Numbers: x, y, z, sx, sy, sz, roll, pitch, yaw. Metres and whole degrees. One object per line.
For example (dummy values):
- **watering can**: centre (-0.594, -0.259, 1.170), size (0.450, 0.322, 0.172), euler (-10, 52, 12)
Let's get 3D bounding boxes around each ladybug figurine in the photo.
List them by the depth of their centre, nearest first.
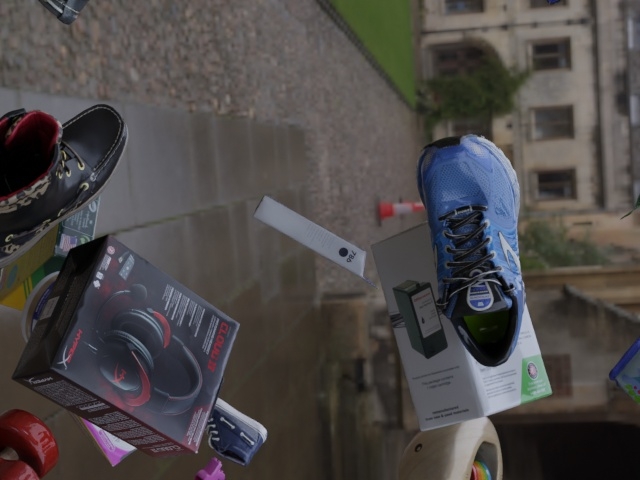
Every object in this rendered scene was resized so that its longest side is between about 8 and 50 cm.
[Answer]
- **ladybug figurine**: centre (0.293, 0.529, 2.260), size (0.449, 0.161, 0.305), euler (39, 60, -62)

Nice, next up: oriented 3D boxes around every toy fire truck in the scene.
- **toy fire truck**: centre (-0.448, 0.376, 1.334), size (0.169, 0.302, 0.254), euler (-45, 119, -51)

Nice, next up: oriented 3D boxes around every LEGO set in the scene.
- **LEGO set**: centre (-0.111, 0.415, 1.629), size (0.093, 0.087, 0.227), euler (-56, 143, -8)

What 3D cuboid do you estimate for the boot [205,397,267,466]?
- **boot**: centre (-0.207, 0.376, 2.030), size (0.086, 0.190, 0.069), euler (-54, 164, -42)

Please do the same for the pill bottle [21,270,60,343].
- **pill bottle**: centre (-0.369, 0.160, 1.735), size (0.153, 0.264, 0.153), euler (-44, 144, -45)

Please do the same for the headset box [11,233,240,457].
- **headset box**: centre (-0.259, 0.164, 1.453), size (0.293, 0.110, 0.218), euler (39, 53, -31)

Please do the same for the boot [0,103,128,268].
- **boot**: centre (-0.456, -0.132, 1.683), size (0.377, 0.138, 0.284), euler (-46, 177, -24)

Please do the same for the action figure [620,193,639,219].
- **action figure**: centre (0.626, -0.106, 1.776), size (0.063, 0.137, 0.232), euler (56, 45, -9)

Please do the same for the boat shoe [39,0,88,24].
- **boat shoe**: centre (-0.342, -0.319, 1.151), size (0.084, 0.233, 0.079), euler (7, 113, -56)

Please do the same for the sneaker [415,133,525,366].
- **sneaker**: centre (0.202, 0.019, 1.273), size (0.147, 0.129, 0.330), euler (-83, 157, -58)

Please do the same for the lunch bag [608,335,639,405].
- **lunch bag**: centre (0.312, 0.087, 0.745), size (0.151, 0.129, 0.096), euler (-52, 158, 5)

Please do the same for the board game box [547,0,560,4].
- **board game box**: centre (0.520, -0.596, 1.842), size (0.141, 0.232, 0.291), euler (52, 48, -17)

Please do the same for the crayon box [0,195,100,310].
- **crayon box**: centre (-0.550, 0.013, 2.017), size (0.081, 0.318, 0.202), euler (22, 54, -32)

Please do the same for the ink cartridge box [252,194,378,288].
- **ink cartridge box**: centre (0.000, 0.000, 2.337), size (0.065, 0.332, 0.165), euler (-59, -176, 0)

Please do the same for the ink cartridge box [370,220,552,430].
- **ink cartridge box**: centre (0.214, 0.119, 1.521), size (0.211, 0.121, 0.289), euler (-2, 74, -50)

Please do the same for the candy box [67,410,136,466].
- **candy box**: centre (-0.437, 0.316, 1.916), size (0.233, 0.071, 0.159), euler (12, -47, 62)
